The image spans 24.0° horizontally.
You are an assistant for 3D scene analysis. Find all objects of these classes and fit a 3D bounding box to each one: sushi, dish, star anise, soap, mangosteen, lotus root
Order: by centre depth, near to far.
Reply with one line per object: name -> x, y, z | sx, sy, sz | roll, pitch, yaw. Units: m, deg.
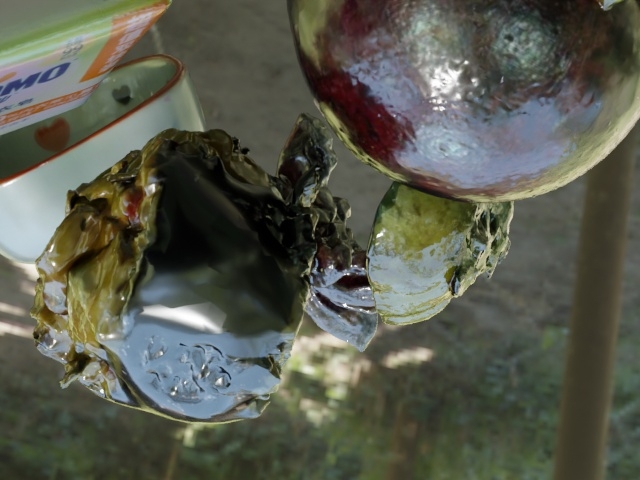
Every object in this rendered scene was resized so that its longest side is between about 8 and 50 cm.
soap -> -0.207, -0.125, 0.775 | 0.199, 0.138, 0.182 | -23, 177, -26
mangosteen -> 0.128, -0.172, 1.082 | 0.300, 0.300, 0.300 | 11, 161, 4
sushi -> -0.108, 0.022, 1.106 | 0.204, 0.200, 0.213 | 17, 137, -3
lotus root -> 0.116, -0.009, 1.281 | 0.078, 0.183, 0.203 | 24, 163, 23
dish -> -0.205, -0.060, 1.347 | 0.256, 0.256, 0.117 | -6, 118, 43
star anise -> 0.002, 0.004, 1.541 | 0.129, 0.212, 0.283 | -26, 147, 5
